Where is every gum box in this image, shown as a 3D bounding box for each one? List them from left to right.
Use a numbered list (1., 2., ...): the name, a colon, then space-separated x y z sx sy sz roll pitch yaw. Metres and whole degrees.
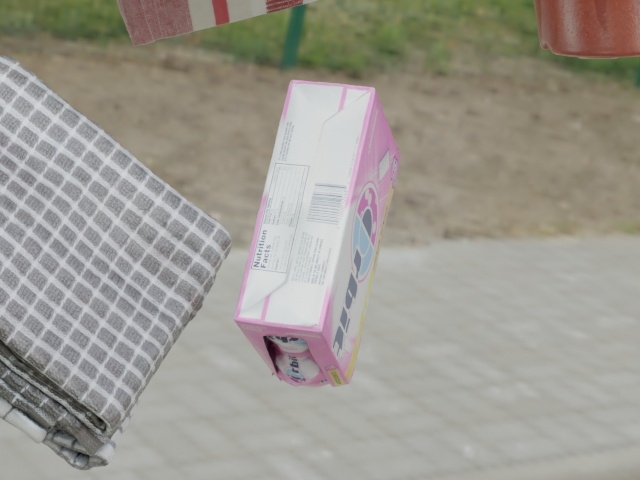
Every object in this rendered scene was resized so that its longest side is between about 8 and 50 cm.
1. gum box: 0.000 0.000 1.161 0.062 0.188 0.107 7 -22 16

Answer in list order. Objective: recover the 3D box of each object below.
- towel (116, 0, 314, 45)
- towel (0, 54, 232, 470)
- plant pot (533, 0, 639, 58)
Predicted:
1. towel: -0.021 -0.271 1.436 0.329 0.037 0.237 -14 -22 -4
2. towel: -0.222 0.010 1.313 0.283 0.121 0.235 39 41 -11
3. plant pot: 0.317 -0.334 1.759 0.272 0.265 0.272 -5 15 1
